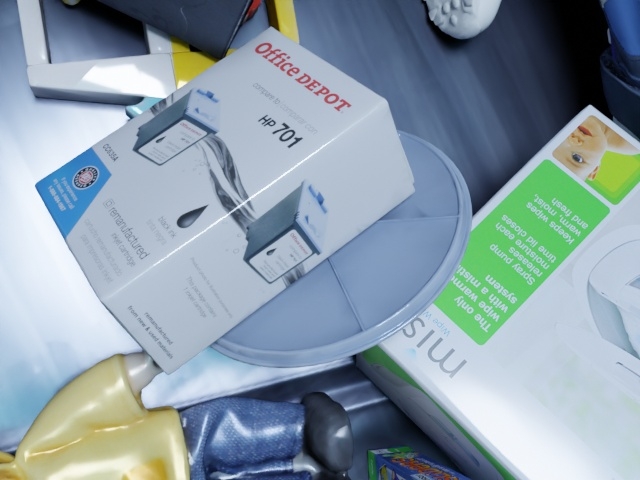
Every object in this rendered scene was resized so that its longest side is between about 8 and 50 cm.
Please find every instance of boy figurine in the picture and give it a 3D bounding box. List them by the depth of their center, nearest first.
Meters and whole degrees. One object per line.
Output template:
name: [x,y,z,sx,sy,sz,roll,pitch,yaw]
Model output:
boy figurine: [-0.123,0.153,0.461,0.285,0.092,0.177,-1,85,-19]

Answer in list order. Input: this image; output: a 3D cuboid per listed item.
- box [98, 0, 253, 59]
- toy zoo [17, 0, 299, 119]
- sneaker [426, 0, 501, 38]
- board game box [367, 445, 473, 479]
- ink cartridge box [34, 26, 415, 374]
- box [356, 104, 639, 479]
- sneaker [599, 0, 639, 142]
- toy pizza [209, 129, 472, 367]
box: [-0.060,-0.279,0.444,0.143,0.165,0.270,24,79,-12]
toy zoo: [-0.122,-0.214,0.524,0.192,0.030,0.293,-9,88,-16]
sneaker: [0.138,-0.273,0.576,0.095,0.090,0.235,7,86,-29]
board game box: [0.073,0.251,0.480,0.035,0.136,0.201,-2,85,-15]
ink cartridge box: [-0.060,-0.033,0.455,0.191,0.139,0.082,-38,136,-10]
box: [0.193,0.086,0.495,0.231,0.127,0.262,-41,74,-15]
sneaker: [0.250,-0.188,0.564,0.130,0.236,0.323,-16,56,-1]
toy pizza: [0.000,0.000,0.480,0.201,0.201,0.032,-41,137,-15]
